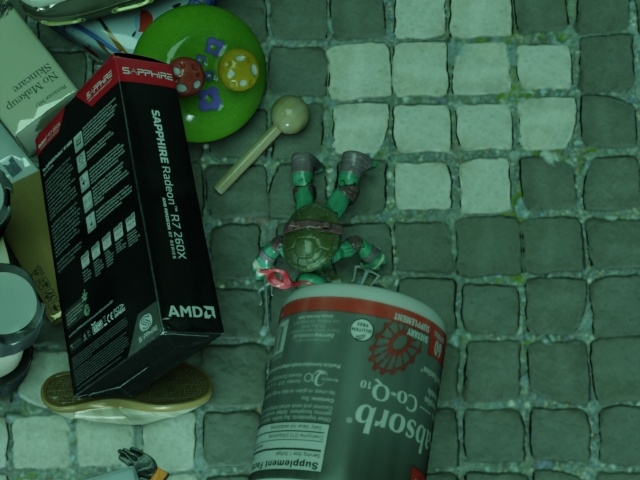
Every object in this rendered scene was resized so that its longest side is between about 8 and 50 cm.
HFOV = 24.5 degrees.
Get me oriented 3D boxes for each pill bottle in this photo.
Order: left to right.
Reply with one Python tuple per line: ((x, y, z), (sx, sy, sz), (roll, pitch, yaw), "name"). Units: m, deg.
((0.027, 0.251, 1.759), (0.210, 0.210, 0.362), (8, 69, 6), "pill bottle")

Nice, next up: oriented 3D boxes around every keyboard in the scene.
((-0.427, -0.094, 2.001), (0.072, 0.014, 0.256), (-38, 77, -11), "keyboard")

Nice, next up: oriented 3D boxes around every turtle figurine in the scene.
((0.000, 0.000, 1.899), (0.175, 0.118, 0.234), (7, 71, 6), "turtle figurine")

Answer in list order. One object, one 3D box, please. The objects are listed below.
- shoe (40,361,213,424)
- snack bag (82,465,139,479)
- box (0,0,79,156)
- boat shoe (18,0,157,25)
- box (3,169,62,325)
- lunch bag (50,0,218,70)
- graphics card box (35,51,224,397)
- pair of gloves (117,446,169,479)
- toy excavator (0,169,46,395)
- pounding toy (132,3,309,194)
((-0.247, 0.197, 1.896), (0.219, 0.058, 0.076), (-1, 56, 0), "shoe")
((-0.314, 0.475, 1.760), (0.323, 0.037, 0.342), (-15, 83, -31), "snack bag")
((-0.438, -0.257, 1.999), (0.113, 0.094, 0.275), (-39, 76, -7), "box")
((-0.244, -0.352, 1.903), (0.305, 0.091, 0.109), (-15, 69, -6), "boat shoe")
((-0.328, -0.009, 1.955), (0.164, 0.021, 0.201), (-27, 74, -13), "box")
((-0.241, -0.372, 2.006), (0.243, 0.115, 0.303), (31, 81, 5), "lunch bag")
((-0.244, -0.014, 1.819), (0.094, 0.233, 0.370), (6, 62, -37), "graphics card box")
((-0.243, 0.310, 1.886), (0.074, 0.010, 0.083), (30, 79, 11), "pair of gloves")
((-0.604, 0.020, 1.803), (0.445, 0.222, 0.432), (-14, 72, -22), "toy excavator")
((-0.130, -0.195, 1.908), (0.183, 0.110, 0.237), (-42, 107, -9), "pounding toy")
